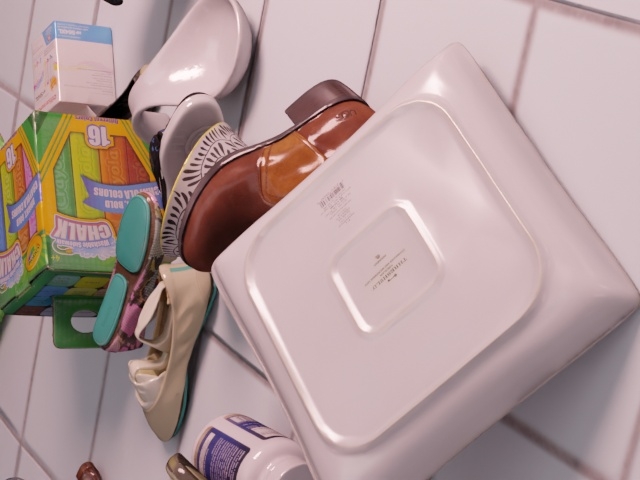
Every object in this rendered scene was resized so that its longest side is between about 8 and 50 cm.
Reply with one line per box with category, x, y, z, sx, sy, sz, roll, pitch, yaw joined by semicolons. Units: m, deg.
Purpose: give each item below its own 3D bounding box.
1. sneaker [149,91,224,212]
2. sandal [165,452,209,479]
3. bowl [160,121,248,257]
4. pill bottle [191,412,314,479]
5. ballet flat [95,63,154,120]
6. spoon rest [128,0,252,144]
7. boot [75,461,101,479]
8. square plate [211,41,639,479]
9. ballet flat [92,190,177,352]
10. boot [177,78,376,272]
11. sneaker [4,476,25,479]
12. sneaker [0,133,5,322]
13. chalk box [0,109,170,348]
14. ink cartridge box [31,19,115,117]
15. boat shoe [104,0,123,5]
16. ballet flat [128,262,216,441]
sneaker;-0.173;-0.117;1.863;0.217;0.079;0.121;100;152;-43
sandal;-0.144;0.334;1.708;0.120;0.086;0.303;41;153;16
bowl;-0.109;-0.043;1.763;0.080;0.170;0.170;23;113;11
pill bottle;-0.064;0.254;1.674;0.169;0.094;0.094;17;101;58
ballet flat;-0.262;-0.182;2.078;0.173;0.049;0.057;-45;52;47
spoon rest;-0.167;-0.202;1.897;0.276;0.084;0.137;-43;52;49
boot;-0.315;0.380;2.122;0.114;0.037;0.106;47;127;44
square plate;0.067;0.034;1.393;0.347;0.049;0.344;-42;53;17
ballet flat;-0.223;0.040;1.920;0.077;0.079;0.221;37;117;46
boot;0.000;0.000;1.545;0.264;0.096;0.280;-38;46;2
sneaker;-0.360;0.431;2.125;0.283;0.110;0.122;54;125;27
sneaker;-0.593;0.037;2.441;0.185;0.202;0.483;50;128;47
chalk box;-0.319;-0.001;2.031;0.179;0.180;0.289;-35;59;51
ink cartridge box;-0.353;-0.228;2.190;0.092;0.090;0.143;-28;63;53
boat shoe;-0.189;-0.433;1.924;0.340;0.113;0.127;-48;20;10
ballet flat;-0.199;0.139;1.915;0.086;0.086;0.248;41;121;52
